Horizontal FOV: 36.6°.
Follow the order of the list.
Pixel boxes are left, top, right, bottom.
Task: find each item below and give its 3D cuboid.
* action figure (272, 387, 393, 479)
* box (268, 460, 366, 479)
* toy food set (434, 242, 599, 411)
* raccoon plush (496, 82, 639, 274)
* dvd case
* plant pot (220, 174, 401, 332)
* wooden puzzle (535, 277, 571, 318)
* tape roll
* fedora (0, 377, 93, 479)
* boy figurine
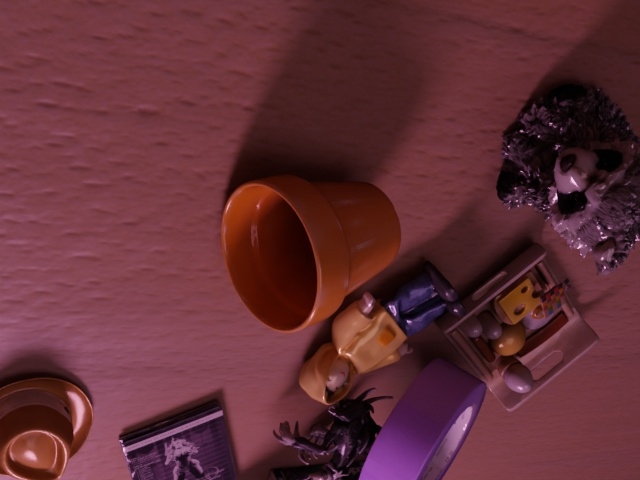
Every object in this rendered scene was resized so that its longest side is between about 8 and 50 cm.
[{"bbox_3d":[0.000,0.343,1.582,0.275,0.141,0.164,-58,141,-2],"label":"action figure"},{"bbox_3d":[0.025,0.512,1.796,0.322,0.058,0.232,1,123,-32],"label":"box"},{"bbox_3d":[0.354,0.160,1.694,0.220,0.092,0.306,-39,134,2],"label":"toy food set"},{"bbox_3d":[0.481,-0.073,1.448,0.446,0.299,0.216,5,121,-33],"label":"raccoon plush"},{"bbox_3d":[-0.223,0.364,1.566,0.164,0.018,0.221,-19,132,-15],"label":"dvd case"},{"bbox_3d":[0.000,0.000,1.313,0.188,0.205,0.205,-18,133,-38],"label":"plant pot"},{"bbox_3d":[0.394,0.101,1.640,0.083,0.006,0.049,-35,130,-18],"label":"wooden puzzle"},{"bbox_3d":[0.174,0.337,1.639,0.275,0.090,0.275,-47,155,-30],"label":"tape roll"},{"bbox_3d":[-0.402,0.282,1.357,0.194,0.079,0.194,-16,131,-19],"label":"fedora"},{"bbox_3d":[0.086,0.148,1.533,0.285,0.092,0.177,-35,137,-6],"label":"boy figurine"}]
